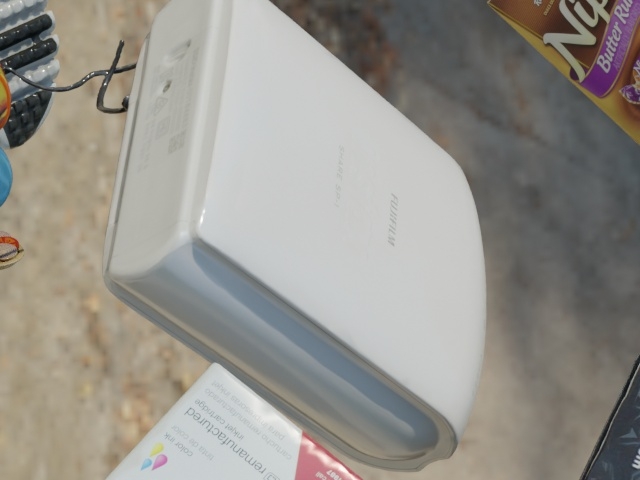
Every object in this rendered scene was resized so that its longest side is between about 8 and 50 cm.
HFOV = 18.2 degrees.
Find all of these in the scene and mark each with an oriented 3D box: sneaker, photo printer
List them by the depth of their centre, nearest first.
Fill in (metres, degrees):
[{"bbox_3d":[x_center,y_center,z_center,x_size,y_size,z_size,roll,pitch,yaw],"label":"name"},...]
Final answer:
[{"bbox_3d":[0.000,0.000,1.371,0.307,0.107,0.256,38,40,-33],"label":"photo printer"},{"bbox_3d":[-0.321,-0.223,1.792,0.110,0.118,0.292,-25,105,-44],"label":"sneaker"}]

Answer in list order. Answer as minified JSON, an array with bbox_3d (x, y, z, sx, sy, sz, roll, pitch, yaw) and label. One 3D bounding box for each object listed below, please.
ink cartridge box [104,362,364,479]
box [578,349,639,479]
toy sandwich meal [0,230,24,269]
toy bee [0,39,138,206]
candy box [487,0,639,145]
[{"bbox_3d":[-0.063,0.171,0.990,0.175,0.127,0.072,-47,168,-23],"label":"ink cartridge box"},{"bbox_3d":[0.374,0.321,1.304,0.297,0.471,0.480,-62,164,-16],"label":"box"},{"bbox_3d":[-0.289,0.000,1.678,0.085,0.085,0.029,-54,155,-67],"label":"toy sandwich meal"},{"bbox_3d":[-0.302,-0.104,1.562,0.298,0.195,0.162,-47,123,-15],"label":"toy bee"},{"bbox_3d":[0.242,-0.176,1.644,0.186,0.109,0.053,44,29,10],"label":"candy box"}]
